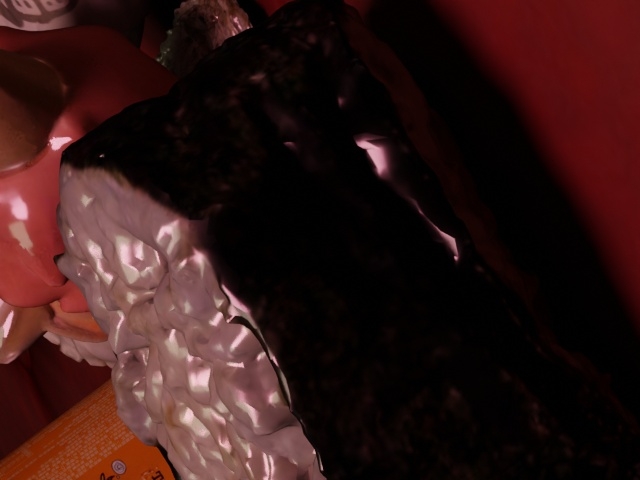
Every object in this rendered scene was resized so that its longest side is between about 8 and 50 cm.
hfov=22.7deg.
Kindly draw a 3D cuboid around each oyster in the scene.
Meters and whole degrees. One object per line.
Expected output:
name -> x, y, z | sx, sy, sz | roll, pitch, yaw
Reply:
oyster -> -0.057, -0.094, 0.823 | 0.098, 0.037, 0.100 | 47, 155, 28

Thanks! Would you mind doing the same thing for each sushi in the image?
sushi -> 0.030, 0.079, 0.675 | 0.350, 0.171, 0.211 | 61, 157, -3

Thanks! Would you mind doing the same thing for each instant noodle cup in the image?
instant noodle cup -> -0.156, 0.214, 1.245 | 0.216, 0.172, 0.216 | 48, 157, 29

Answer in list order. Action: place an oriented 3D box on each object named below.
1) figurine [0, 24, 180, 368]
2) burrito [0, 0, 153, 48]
figurine -> -0.125, -0.011, 0.822 | 0.207, 0.166, 0.387 | 30, 169, 11
burrito -> -0.147, -0.236, 0.729 | 0.445, 0.101, 0.139 | 87, 169, -60
